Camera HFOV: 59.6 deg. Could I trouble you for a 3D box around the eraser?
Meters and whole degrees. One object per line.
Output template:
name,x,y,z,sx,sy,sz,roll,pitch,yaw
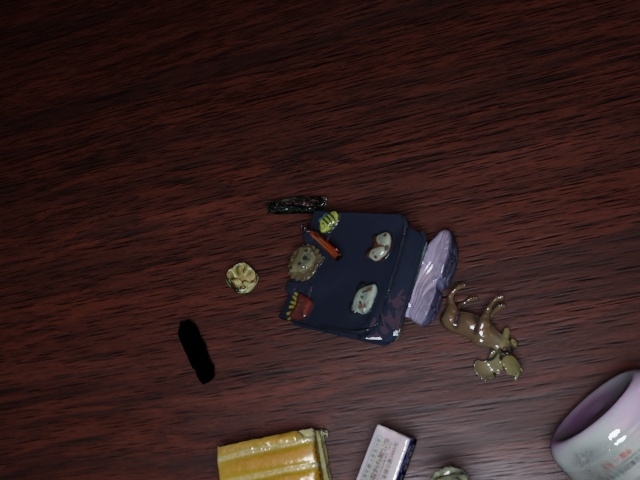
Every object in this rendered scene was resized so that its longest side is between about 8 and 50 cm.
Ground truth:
eraser,0.117,0.545,1.190,0.086,0.130,0.287,18,75,22

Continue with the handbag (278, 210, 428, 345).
handbag,0.062,0.078,1.359,0.329,0.122,0.303,7,69,37

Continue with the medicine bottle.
medicine bottle,0.628,0.431,1.030,0.256,0.256,0.325,-42,72,-4

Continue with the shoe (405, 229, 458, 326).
shoe,0.245,0.080,1.368,0.138,0.095,0.245,16,74,29

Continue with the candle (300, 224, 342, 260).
candle,0.001,-0.001,1.355,0.167,0.021,0.026,42,108,46

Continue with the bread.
bread,-0.088,0.559,1.247,0.246,0.111,0.239,-14,68,6

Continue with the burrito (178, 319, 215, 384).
burrito,-0.324,0.285,1.457,0.058,0.045,0.188,-29,62,-6

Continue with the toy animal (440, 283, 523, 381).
toy animal,0.374,0.217,1.285,0.214,0.093,0.186,17,69,28

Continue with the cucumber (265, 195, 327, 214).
cucumber,-0.066,-0.097,1.543,0.182,0.053,0.053,-1,68,16

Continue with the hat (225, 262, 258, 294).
hat,-0.209,0.106,1.494,0.076,0.059,0.077,-37,68,-20

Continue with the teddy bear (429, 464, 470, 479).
teddy bear,0.233,0.657,1.043,0.367,0.224,0.357,-43,88,-11
